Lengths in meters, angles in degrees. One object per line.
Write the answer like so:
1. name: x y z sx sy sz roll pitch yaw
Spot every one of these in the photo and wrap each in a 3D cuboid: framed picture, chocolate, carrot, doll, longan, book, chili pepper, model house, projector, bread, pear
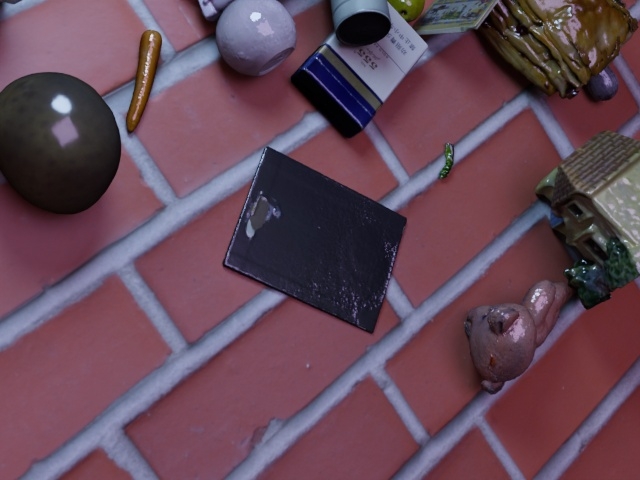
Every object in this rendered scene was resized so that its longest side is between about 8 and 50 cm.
1. framed picture: 0.000 0.000 1.585 0.324 0.013 0.244 26 69 -21
2. chocolate: 0.624 -0.396 1.963 0.072 0.072 0.167 -34 99 -29
3. carrot: -0.302 -0.271 1.463 0.037 0.037 0.190 14 75 -25
4. doll: 0.383 0.159 1.703 0.303 0.156 0.201 -31 136 -49
5. doll: -0.164 -0.429 1.517 0.151 0.151 0.287 -38 92 -28
6. longan: -0.398 -0.149 1.301 0.196 0.196 0.220 -25 96 -30
7. book: 0.292 -0.484 1.753 0.192 0.168 0.013 -53 129 -26
8. chili pepper: 0.260 -0.160 1.751 0.027 0.022 0.083 40 58 -53
9. model house: 0.563 -0.046 1.748 0.261 0.321 0.266 -37 83 -17
10. projector: 0.056 -0.530 1.619 0.108 0.108 0.337 5 63 -27
11. bread: 0.501 -0.490 1.827 0.324 0.167 0.277 45 68 3
12. pear: 0.165 -0.483 1.730 0.092 0.092 0.097 31 51 -20

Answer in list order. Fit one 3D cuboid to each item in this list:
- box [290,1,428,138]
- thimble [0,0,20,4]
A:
1. box: 0.078 -0.342 1.659 0.168 0.071 0.259 45 64 -13
2. thimble: -0.525 -0.486 1.259 0.167 0.254 0.288 -11 91 -29
